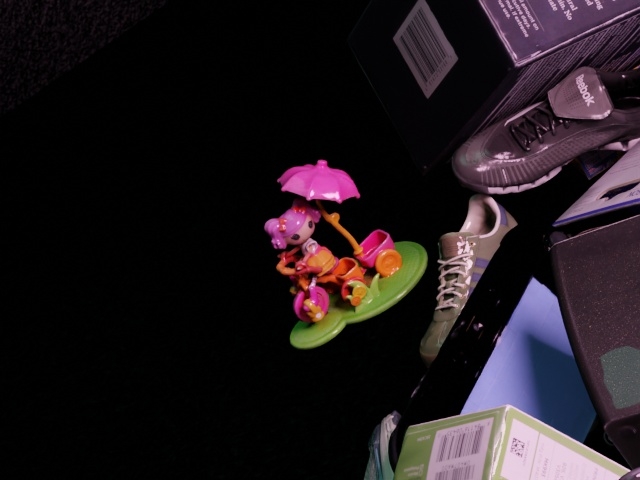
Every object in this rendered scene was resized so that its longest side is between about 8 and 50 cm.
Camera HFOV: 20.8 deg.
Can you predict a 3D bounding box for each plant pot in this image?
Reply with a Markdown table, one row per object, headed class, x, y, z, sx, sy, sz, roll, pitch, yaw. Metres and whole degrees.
| class | x | y | z | sx | sy | sz | roll | pitch | yaw |
| --- | --- | --- | --- | --- | --- | --- | --- | --- | --- |
| plant pot | 0.286 | 0.094 | 1.262 | 0.187 | 0.188 | 0.167 | -20 | 38 | 26 |

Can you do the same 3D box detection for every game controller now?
| class | x | y | z | sx | sy | sz | roll | pitch | yaw |
| --- | --- | --- | --- | --- | --- | --- | --- | --- | --- |
| game controller | 0.168 | 0.118 | 1.363 | 0.319 | 0.166 | 0.067 | -56 | -1 | -44 |

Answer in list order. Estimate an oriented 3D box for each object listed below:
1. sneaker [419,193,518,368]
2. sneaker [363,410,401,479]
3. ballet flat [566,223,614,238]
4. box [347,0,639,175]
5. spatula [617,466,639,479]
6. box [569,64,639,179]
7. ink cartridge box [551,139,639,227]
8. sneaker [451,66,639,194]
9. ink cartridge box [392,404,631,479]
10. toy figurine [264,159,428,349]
| class | x | y | z | sx | sy | sz | roll | pitch | yaw |
| --- | --- | --- | --- | --- | --- | --- | --- | --- | --- |
| sneaker | 0.132 | 0.032 | 1.652 | 0.064 | 0.086 | 0.192 | -9 | 34 | 43 |
| sneaker | 0.047 | 0.238 | 1.350 | 0.122 | 0.110 | 0.283 | -31 | 24 | 12 |
| ballet flat | 0.287 | 0.001 | 1.560 | 0.250 | 0.058 | 0.084 | -9 | 35 | 41 |
| box | 0.220 | -0.240 | 1.733 | 0.294 | 0.182 | 0.296 | -24 | -10 | -21 |
| spatula | 0.246 | 0.168 | 1.100 | 0.084 | 0.296 | 0.030 | -37 | 59 | 19 |
| box | 0.322 | -0.136 | 1.778 | 0.169 | 0.054 | 0.059 | -32 | 24 | -1 |
| ink cartridge box | 0.385 | -0.120 | 1.604 | 0.371 | 0.069 | 0.176 | -40 | 7 | -20 |
| sneaker | 0.234 | -0.117 | 1.668 | 0.234 | 0.106 | 0.078 | -17 | 60 | -12 |
| ink cartridge box | 0.164 | 0.187 | 1.203 | 0.109 | 0.209 | 0.062 | -22 | 46 | 52 |
| toy figurine | 0.000 | 0.000 | 1.785 | 0.173 | 0.159 | 0.130 | -39 | 25 | -11 |
